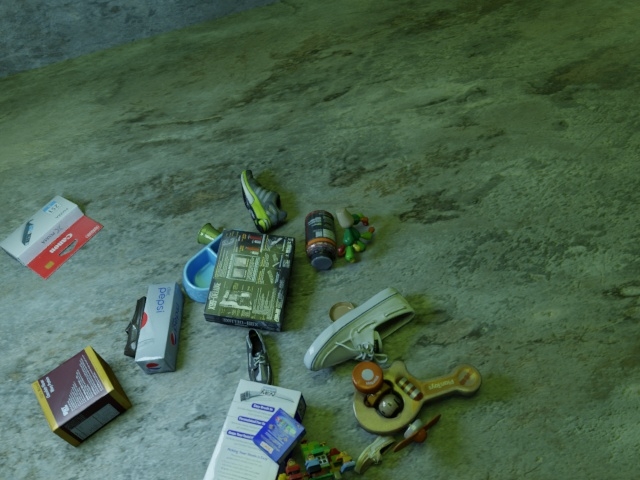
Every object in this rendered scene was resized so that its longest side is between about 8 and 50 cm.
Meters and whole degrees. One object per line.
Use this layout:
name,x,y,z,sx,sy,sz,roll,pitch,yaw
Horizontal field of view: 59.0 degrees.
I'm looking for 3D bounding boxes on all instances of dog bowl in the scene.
dog bowl,-0.337,0.077,1.914,0.166,0.074,0.297,41,69,18

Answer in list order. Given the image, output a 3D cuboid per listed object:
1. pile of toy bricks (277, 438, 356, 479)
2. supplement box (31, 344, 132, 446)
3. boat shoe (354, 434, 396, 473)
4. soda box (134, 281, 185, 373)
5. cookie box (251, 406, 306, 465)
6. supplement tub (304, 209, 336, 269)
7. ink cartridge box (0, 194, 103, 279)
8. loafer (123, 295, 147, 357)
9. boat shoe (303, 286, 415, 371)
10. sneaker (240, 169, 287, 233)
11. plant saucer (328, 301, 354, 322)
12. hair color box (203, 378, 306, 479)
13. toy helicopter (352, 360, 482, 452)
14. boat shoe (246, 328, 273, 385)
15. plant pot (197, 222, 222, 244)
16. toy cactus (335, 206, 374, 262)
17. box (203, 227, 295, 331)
pile of toy bricks,-0.017,0.550,1.424,0.212,0.118,0.105,-4,45,-25
supplement box,-0.706,0.459,1.676,0.194,0.129,0.191,-35,53,-17
boat shoe,0.143,0.553,1.467,0.045,0.050,0.135,30,63,37
soda box,-0.508,0.275,1.807,0.098,0.091,0.286,-8,50,7
cookie box,-0.105,0.497,1.439,0.092,0.040,0.107,32,62,28
supplement tub,0.000,0.000,1.911,0.106,0.106,0.198,-7,51,6
ink cartridge box,-1.035,-0.021,2.178,0.261,0.066,0.296,24,60,29
loafer,-0.596,0.278,1.830,0.078,0.080,0.220,-8,51,5
boat shoe,0.133,0.291,1.643,0.367,0.136,0.156,-30,54,-25
sneaker,-0.215,-0.153,2.097,0.121,0.111,0.300,-17,55,-15
plant saucer,0.068,0.230,1.768,0.083,0.015,0.083,-6,50,8
hair color box,-0.174,0.555,1.497,0.185,0.110,0.339,8,55,16
toy helicopter,0.263,0.421,1.498,0.355,0.140,0.235,-15,51,-5
boat shoe,-0.189,0.355,1.689,0.075,0.065,0.206,-15,50,0
plant pot,-0.385,-0.009,2.026,0.079,0.083,0.083,28,61,16
toy cactus,0.097,-0.037,1.883,0.112,0.180,0.219,-3,43,36
box,-0.220,0.123,1.811,0.242,0.076,0.307,7,62,1
